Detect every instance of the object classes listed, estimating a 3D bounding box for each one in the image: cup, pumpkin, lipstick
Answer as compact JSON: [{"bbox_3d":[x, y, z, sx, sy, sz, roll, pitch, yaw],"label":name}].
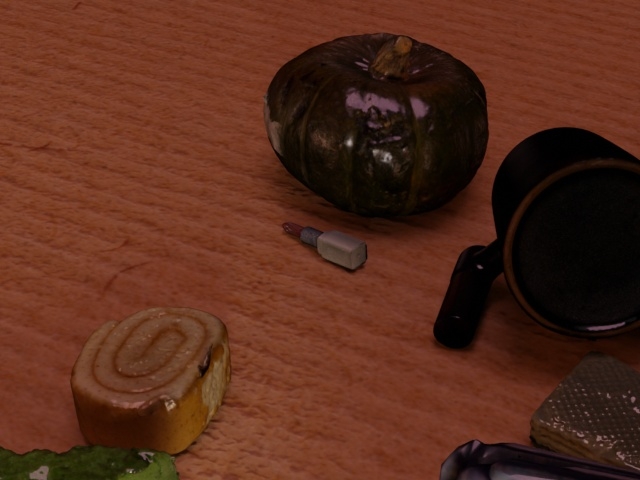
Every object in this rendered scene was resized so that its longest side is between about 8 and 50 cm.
[{"bbox_3d":[0.204,-0.010,1.054,0.239,0.166,0.177,-15,19,6],"label":"cup"},{"bbox_3d":[0.071,-0.145,1.258,0.260,0.189,0.260,2,36,-1],"label":"pumpkin"},{"bbox_3d":[0.000,0.000,1.186,0.107,0.025,0.025,21,38,36],"label":"lipstick"}]

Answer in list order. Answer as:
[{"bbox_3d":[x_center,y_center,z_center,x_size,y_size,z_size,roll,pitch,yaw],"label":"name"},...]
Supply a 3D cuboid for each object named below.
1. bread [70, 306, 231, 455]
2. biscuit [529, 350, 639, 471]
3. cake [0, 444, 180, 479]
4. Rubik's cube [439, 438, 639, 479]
[{"bbox_3d":[-0.146,0.114,0.967,0.122,0.073,0.149,9,34,14],"label":"bread"},{"bbox_3d":[0.286,0.169,0.939,0.199,0.041,0.121,25,39,29],"label":"biscuit"},{"bbox_3d":[-0.247,0.201,0.760,0.283,0.158,0.172,-19,38,-31],"label":"cake"},{"bbox_3d":[0.176,0.262,0.487,0.307,0.305,0.310,10,-8,13],"label":"Rubik's cube"}]
